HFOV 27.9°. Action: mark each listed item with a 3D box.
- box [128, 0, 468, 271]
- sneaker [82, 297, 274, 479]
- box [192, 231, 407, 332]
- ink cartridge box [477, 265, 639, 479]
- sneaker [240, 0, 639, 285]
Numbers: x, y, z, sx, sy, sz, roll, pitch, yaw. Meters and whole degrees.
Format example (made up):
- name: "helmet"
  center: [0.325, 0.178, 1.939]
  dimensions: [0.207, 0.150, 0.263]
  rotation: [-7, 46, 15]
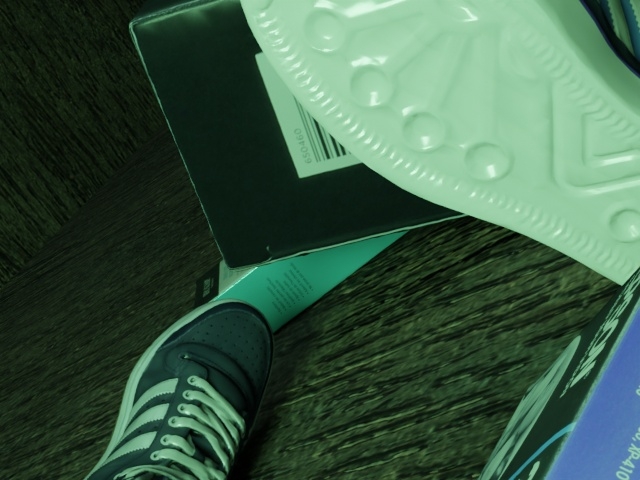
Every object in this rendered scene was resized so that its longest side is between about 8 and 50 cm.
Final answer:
- name: "box"
  center: [0.058, -0.183, 1.044]
  dimensions: [0.293, 0.212, 0.395]
  rotation: [-13, 26, 15]
- name: "sneaker"
  center: [-0.090, 0.144, 0.836]
  dimensions: [0.282, 0.099, 0.153]
  rotation: [-55, 15, -29]
- name: "box"
  center: [0.000, 0.000, 1.139]
  dimensions: [0.244, 0.060, 0.100]
  rotation: [-37, 14, 7]
- name: "ink cartridge box"
  center: [0.103, 0.085, 0.495]
  dimensions: [0.206, 0.045, 0.208]
  rotation: [-51, -6, -40]
- name: "sneaker"
  center: [0.114, -0.114, 0.690]
  dimensions: [0.130, 0.323, 0.236]
  rotation: [-51, 13, 33]
